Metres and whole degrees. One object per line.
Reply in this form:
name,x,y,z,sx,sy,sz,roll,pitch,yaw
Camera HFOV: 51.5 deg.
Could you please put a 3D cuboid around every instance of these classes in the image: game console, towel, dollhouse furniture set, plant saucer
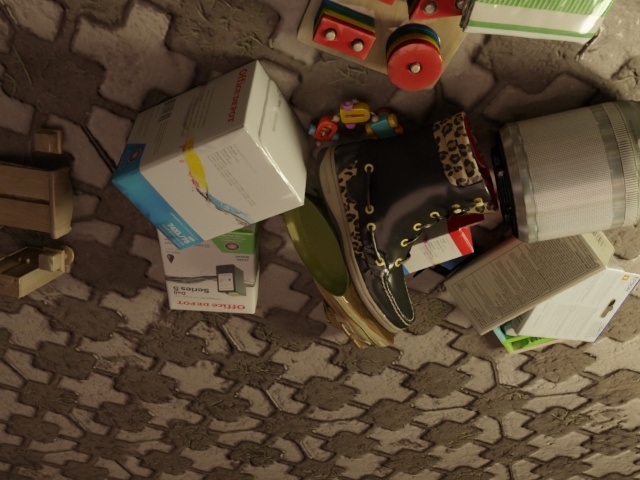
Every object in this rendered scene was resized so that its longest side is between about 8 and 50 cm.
game console,0.279,0.048,1.464,0.107,0.071,0.122,27,132,-23
towel,0.342,-0.437,0.912,0.248,0.038,0.325,0,127,-16
dollhouse furniture set,-0.643,-0.084,1.398,0.303,0.174,0.355,10,108,10
plant saucer,0.000,0.000,1.349,0.037,0.241,0.241,-28,140,-20

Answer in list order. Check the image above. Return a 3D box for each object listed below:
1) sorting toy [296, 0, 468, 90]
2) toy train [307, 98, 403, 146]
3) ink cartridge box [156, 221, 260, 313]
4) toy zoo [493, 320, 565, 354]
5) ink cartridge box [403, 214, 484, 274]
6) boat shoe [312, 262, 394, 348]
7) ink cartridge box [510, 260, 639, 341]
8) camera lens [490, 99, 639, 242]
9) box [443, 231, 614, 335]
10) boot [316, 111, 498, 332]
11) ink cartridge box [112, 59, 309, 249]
sorting toy,0.123,-0.361,1.026,0.255,0.089,0.257,17,135,-14
toy train,0.067,-0.212,1.223,0.166,0.046,0.125,13,146,-14
ink cartridge box,-0.234,0.033,1.442,0.198,0.114,0.273,4,137,-1
toy zoo,0.501,0.171,1.612,0.192,0.030,0.293,-21,132,22
ink cartridge box,0.226,-0.024,1.345,0.231,0.134,0.078,-20,131,23
boat shoe,0.059,0.165,1.563,0.110,0.121,0.341,-20,133,21
ink cartridge box,0.583,0.135,1.521,0.224,0.045,0.223,9,125,-18
camera lens,0.451,-0.120,1.169,0.274,0.219,0.219,-10,135,14
box,0.431,0.057,1.391,0.311,0.121,0.148,-36,87,35
boot,0.179,-0.030,1.205,0.284,0.138,0.377,-18,98,21
ink cartridge box,-0.184,-0.149,1.188,0.270,0.198,0.197,-18,132,22
